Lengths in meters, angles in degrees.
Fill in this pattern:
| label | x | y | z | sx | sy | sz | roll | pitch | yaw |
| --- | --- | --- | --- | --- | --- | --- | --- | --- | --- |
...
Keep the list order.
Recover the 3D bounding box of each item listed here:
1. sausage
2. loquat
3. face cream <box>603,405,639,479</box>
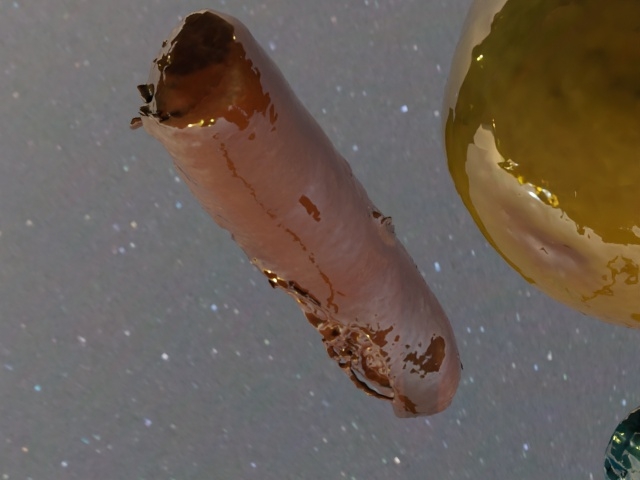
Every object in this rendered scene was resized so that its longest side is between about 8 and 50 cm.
| label | x | y | z | sx | sy | sz | roll | pitch | yaw |
| --- | --- | --- | --- | --- | --- | --- | --- | --- | --- |
| sausage | -0.001 | -0.002 | 0.641 | 0.079 | 0.326 | 0.087 | -30 | -134 | 8 |
| loquat | 0.156 | -0.060 | 0.521 | 0.208 | 0.208 | 0.208 | -6 | -115 | 13 |
| face cream | 0.231 | 0.161 | 0.445 | 0.163 | 0.080 | 0.337 | -15 | -155 | -19 |
